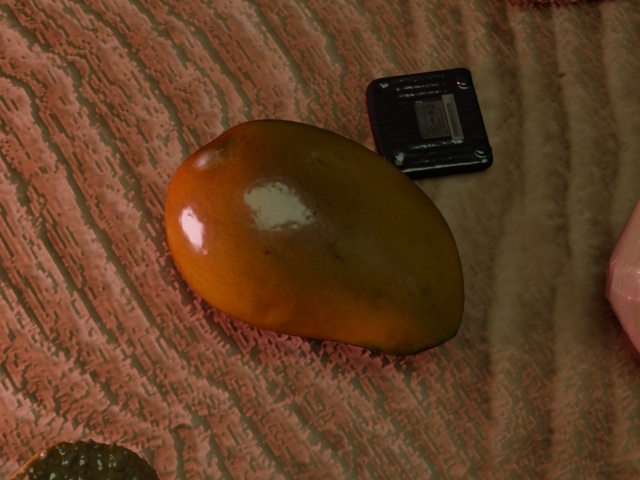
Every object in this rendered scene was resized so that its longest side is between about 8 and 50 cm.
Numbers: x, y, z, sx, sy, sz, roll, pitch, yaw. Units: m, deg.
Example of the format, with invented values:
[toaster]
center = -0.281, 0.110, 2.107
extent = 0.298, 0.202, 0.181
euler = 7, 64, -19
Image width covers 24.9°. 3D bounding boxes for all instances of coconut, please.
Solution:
[coconut]
center = 0.370, 0.043, 1.465
extent = 0.171, 0.171, 0.183
euler = 24, 88, 4

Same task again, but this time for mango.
[mango]
center = 0.000, 0.000, 1.434
extent = 0.317, 0.173, 0.211
euler = 24, 66, -3

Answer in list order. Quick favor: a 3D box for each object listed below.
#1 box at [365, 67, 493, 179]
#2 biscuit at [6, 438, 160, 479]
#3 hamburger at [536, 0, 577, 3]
[box]
center = 0.118, -0.127, 1.578
extent = 0.125, 0.027, 0.126
euler = -8, 67, -9
[biscuit]
center = -0.210, 0.289, 1.305
extent = 0.220, 0.033, 0.219
euler = 9, 74, -36
[hamburger]
center = 0.329, -0.349, 1.659
extent = 0.262, 0.124, 0.131
euler = -9, 49, -15
